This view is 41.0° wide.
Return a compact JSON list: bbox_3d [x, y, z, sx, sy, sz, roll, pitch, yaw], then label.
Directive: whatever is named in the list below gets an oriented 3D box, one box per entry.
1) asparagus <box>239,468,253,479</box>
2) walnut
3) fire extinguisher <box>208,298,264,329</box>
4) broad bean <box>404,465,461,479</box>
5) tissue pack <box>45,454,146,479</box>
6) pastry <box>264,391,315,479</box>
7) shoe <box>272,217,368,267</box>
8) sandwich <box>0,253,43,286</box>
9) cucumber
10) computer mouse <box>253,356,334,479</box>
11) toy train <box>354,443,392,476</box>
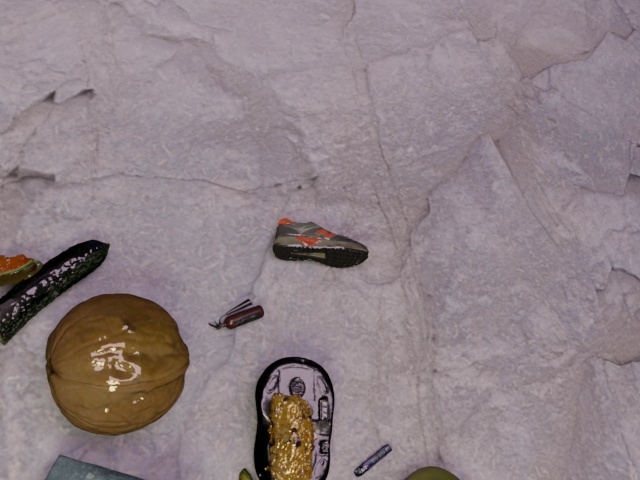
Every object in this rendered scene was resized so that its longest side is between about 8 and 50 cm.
[{"bbox_3d":[-0.094,0.488,1.400,0.034,0.027,0.236,-15,71,-16],"label":"asparagus"},{"bbox_3d":[-0.318,0.194,1.355,0.228,0.228,0.228,9,63,-18],"label":"walnut"},{"bbox_3d":[-0.148,0.134,1.541,0.100,0.046,0.032,-18,60,-30],"label":"fire extinguisher"},{"bbox_3d":[0.199,0.511,1.453,0.189,0.121,0.263,23,57,-11],"label":"broad bean"},{"bbox_3d":[-0.338,0.482,1.212,0.228,0.103,0.315,12,58,17],"label":"tissue pack"},{"bbox_3d":[-0.047,0.318,1.384,0.080,0.056,0.140,6,79,-2],"label":"pastry"},{"bbox_3d":[0.002,0.000,1.654,0.195,0.074,0.077,6,58,-17],"label":"shoe"},{"bbox_3d":[-0.531,0.049,1.411,0.135,0.029,0.067,1,37,11],"label":"sandwich"},{"bbox_3d":[-0.456,0.071,1.441,0.067,0.067,0.245,43,56,2],"label":"cucumber"},{"bbox_3d":[-0.049,0.317,1.462,0.137,0.096,0.233,6,74,-10],"label":"computer mouse"},{"bbox_3d":[0.094,0.393,1.528,0.083,0.017,0.017,-32,79,-30],"label":"toy train"}]
